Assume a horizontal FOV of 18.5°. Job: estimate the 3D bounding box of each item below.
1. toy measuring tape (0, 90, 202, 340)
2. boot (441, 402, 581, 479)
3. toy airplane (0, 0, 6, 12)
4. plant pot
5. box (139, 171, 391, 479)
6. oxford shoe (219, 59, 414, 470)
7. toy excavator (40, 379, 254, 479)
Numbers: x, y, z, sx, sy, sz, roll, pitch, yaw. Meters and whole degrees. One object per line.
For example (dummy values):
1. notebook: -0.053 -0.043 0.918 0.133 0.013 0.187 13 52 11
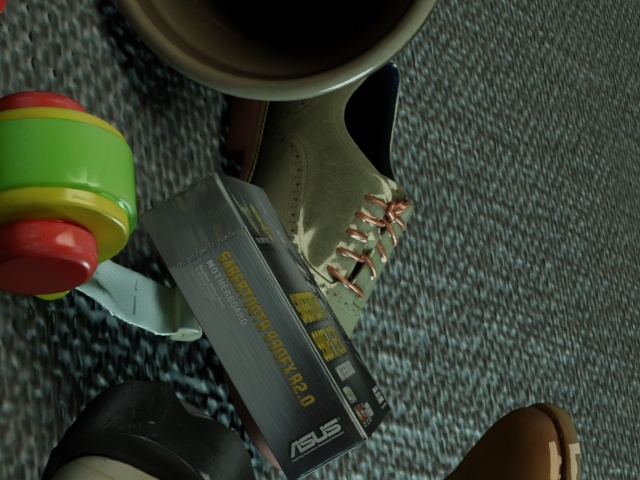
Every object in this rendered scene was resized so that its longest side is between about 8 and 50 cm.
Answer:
1. toy measuring tape: -0.134 -0.009 1.212 0.330 0.121 0.121 32 47 -54
2. boot: 0.010 0.193 1.188 0.220 0.283 0.109 24 21 -27
3. toy airplane: -0.214 -0.229 1.282 0.151 0.028 0.151 44 36 -45
4. plant pot: -0.016 -0.233 1.467 0.229 0.263 0.263 -13 86 -81
5. box: -0.028 0.052 1.251 0.183 0.056 0.231 61 4 4
6. oxford shoe: 0.000 0.000 1.449 0.123 0.130 0.348 44 39 -50
7. toy excavator: -0.046 0.360 1.077 0.433 0.445 0.222 27 35 1
